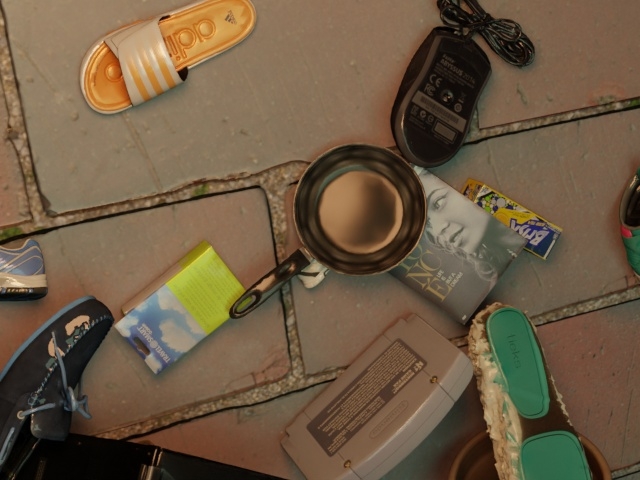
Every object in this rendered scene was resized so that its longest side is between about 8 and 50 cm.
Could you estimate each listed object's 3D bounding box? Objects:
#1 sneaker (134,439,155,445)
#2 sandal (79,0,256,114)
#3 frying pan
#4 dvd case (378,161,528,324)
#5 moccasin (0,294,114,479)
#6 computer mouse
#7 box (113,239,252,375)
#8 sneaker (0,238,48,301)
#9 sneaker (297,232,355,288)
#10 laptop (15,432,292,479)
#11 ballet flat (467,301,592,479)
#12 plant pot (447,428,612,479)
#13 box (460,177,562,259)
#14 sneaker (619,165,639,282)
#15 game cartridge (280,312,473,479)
[{"bbox_3d":[-0.301,0.383,1.581,0.192,0.064,0.086,-40,121,-6],"label":"sneaker"},{"bbox_3d":[-0.201,-0.260,1.432,0.265,0.076,0.102,-31,112,-10],"label":"sandal"},{"bbox_3d":[0.027,0.012,1.565,0.197,0.053,0.326,28,87,0],"label":"frying pan"},{"bbox_3d":[0.180,0.004,1.627,0.221,0.018,0.164,34,101,-8],"label":"dvd case"},{"bbox_3d":[-0.379,0.234,1.443,0.117,0.138,0.342,38,93,19],"label":"moccasin"},{"bbox_3d":[0.188,-0.229,1.590,0.188,0.072,0.272,34,79,-22],"label":"computer mouse"},{"bbox_3d":[-0.201,0.097,1.546,0.178,0.042,0.109,-39,113,-6],"label":"box"},{"bbox_3d":[-0.472,0.037,1.426,0.211,0.080,0.081,3,76,-17],"label":"sneaker"},{"bbox_3d":[0.007,0.022,1.603,0.109,0.040,0.043,-44,112,-5],"label":"sneaker"},{"bbox_3d":[-0.250,0.485,1.464,0.236,0.408,0.381,40,57,-55],"label":"laptop"},{"bbox_3d":[0.316,0.298,1.648,0.147,0.147,0.408,-3,66,-19],"label":"ballet flat"},{"bbox_3d":[0.349,0.465,1.750,0.263,0.263,0.229,-24,128,-12],"label":"plant pot"},{"bbox_3d":[0.295,-0.033,1.683,0.169,0.054,0.059,27,95,-23],"label":"box"},{"bbox_3d":[0.602,-0.078,1.751,0.295,0.124,0.178,-43,123,-3],"label":"sneaker"},{"bbox_3d":[0.085,0.253,1.606,0.297,0.198,0.062,-43,124,-4],"label":"game cartridge"}]
